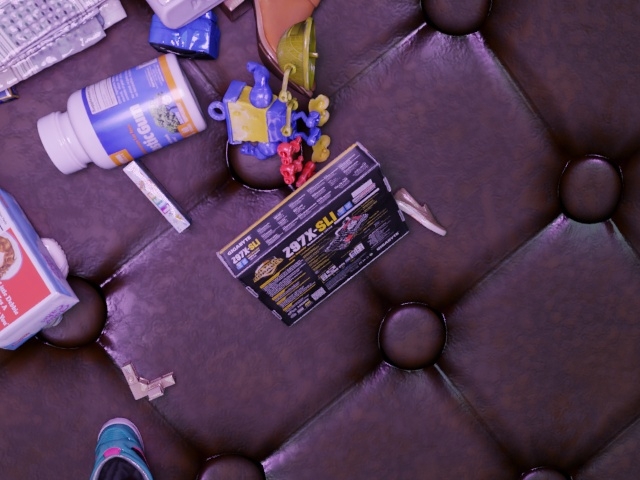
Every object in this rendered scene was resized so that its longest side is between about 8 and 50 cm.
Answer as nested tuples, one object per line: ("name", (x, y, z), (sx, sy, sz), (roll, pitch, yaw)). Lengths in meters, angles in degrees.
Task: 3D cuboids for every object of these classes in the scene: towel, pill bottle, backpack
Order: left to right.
("towel", (-0.537, -0.449, 1.157), (0.312, 0.056, 0.324), (-36, 116, -11))
("pill bottle", (-0.360, -0.221, 1.236), (0.272, 0.152, 0.152), (-24, 100, -2))
("backpack", (-0.254, -0.389, 1.262), (0.120, 0.098, 0.101), (7, 92, 3))

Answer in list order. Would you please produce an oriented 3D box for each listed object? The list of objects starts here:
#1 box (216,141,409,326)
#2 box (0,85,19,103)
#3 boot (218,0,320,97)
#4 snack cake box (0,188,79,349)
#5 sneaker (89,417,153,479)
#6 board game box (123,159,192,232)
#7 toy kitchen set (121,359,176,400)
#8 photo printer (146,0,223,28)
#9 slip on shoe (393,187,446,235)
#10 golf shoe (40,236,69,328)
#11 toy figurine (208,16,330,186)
("box", (0.000, 0.000, 1.279), (0.322, 0.079, 0.257), (-39, 145, -1))
("box", (-0.650, -0.263, 1.240), (0.169, 0.054, 0.059), (-20, 100, -6))
("boot", (-0.043, -0.437, 1.292), (0.220, 0.109, 0.283), (-40, 94, -6))
("snack cake box", (-0.576, 0.045, 1.222), (0.152, 0.089, 0.264), (-36, 75, -3))
("sneaker", (-0.362, 0.509, 1.319), (0.124, 0.178, 0.295), (-21, 100, -5))
("board game box", (-0.306, -0.085, 1.288), (0.026, 0.103, 0.154), (-40, 101, -1))
("toy kitchen set", (-0.342, 0.271, 1.347), (0.083, 0.068, 0.075), (-22, 100, -5))
("photo printer", (-0.251, -0.561, 1.195), (0.256, 0.107, 0.307), (-34, 79, -5))
("slip on shoe", (0.208, -0.058, 1.395), (0.135, 0.051, 0.041), (33, 94, -3))
("golf shoe", (-0.521, 0.083, 1.289), (0.069, 0.086, 0.176), (-2, 96, -7))
("toy figurine", (-0.118, -0.226, 1.227), (0.217, 0.362, 0.191), (15, 52, 15))
